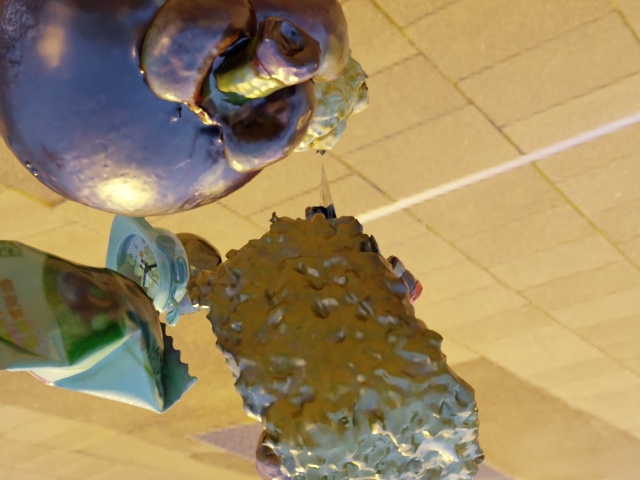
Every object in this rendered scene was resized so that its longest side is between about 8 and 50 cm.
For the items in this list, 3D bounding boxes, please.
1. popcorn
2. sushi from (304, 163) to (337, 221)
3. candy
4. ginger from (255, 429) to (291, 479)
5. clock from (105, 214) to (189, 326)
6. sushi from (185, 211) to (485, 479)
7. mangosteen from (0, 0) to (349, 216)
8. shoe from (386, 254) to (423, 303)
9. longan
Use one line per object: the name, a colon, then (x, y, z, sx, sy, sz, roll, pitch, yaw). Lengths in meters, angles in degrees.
popcorn: (-0.013, -0.318, 1.960, 0.215, 0.286, 0.252, 40, 108, -21)
sushi: (0.000, 0.000, 1.795, 0.047, 0.220, 0.231, -10, 152, -8)
candy: (-0.351, 0.091, 1.151, 0.172, 0.263, 0.398, -46, 149, 4)
ginger: (0.028, 0.361, 1.700, 0.321, 0.165, 0.172, -26, 158, -7)
clock: (-0.264, 0.046, 1.417, 0.060, 0.188, 0.148, -9, 125, -44)
sushi: (0.019, 0.166, 1.132, 0.240, 0.396, 0.351, -30, 142, -6)
mangosteen: (-0.100, -0.122, 0.604, 0.265, 0.228, 0.228, 15, 169, 43)
shoe: (0.112, 0.079, 1.447, 0.077, 0.074, 0.194, 39, 169, 2)
longan: (-0.256, 0.062, 1.614, 0.176, 0.145, 0.155, -15, -178, 7)
